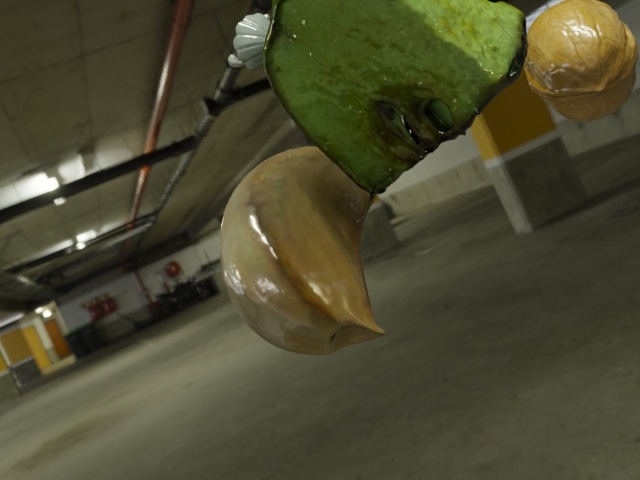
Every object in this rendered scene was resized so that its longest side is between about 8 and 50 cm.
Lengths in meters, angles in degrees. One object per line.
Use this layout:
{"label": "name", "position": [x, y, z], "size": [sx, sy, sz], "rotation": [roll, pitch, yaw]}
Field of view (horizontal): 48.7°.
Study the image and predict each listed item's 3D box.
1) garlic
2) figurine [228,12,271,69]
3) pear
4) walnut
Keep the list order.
{"label": "garlic", "position": [-0.012, -0.011, 0.832], "size": [0.338, 0.196, 0.151], "rotation": [-77, 4, -50]}
{"label": "figurine", "position": [-0.087, -0.289, 1.040], "size": [0.086, 0.094, 0.082], "rotation": [10, -5, -12]}
{"label": "pear", "position": [0.047, -0.202, 0.740], "size": [0.238, 0.255, 0.164], "rotation": [-42, 16, 51]}
{"label": "walnut", "position": [0.441, -0.306, 1.205], "size": [0.193, 0.193, 0.225], "rotation": [-24, 42, 23]}
